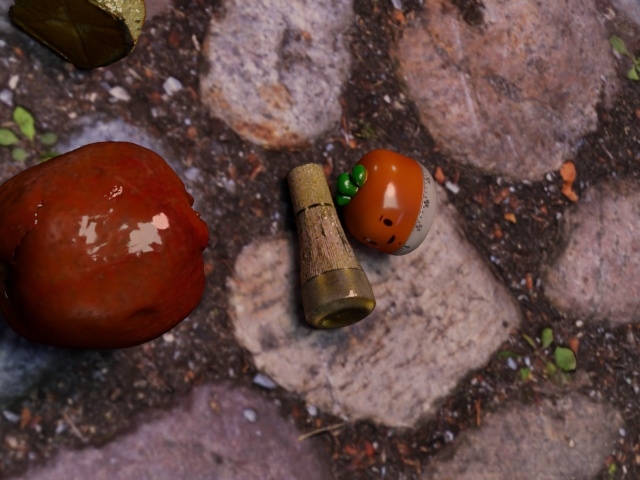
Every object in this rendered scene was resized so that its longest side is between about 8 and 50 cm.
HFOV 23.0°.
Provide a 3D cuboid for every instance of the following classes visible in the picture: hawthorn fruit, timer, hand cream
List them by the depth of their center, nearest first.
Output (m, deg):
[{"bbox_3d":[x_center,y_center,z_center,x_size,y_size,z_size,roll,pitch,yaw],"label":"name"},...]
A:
[{"bbox_3d":[-0.249,0.015,1.551,0.299,0.211,0.211,-15,79,-31],"label":"hawthorn fruit"},{"bbox_3d":[0.000,0.000,1.842,0.084,0.084,0.203,3,61,-38],"label":"hand cream"},{"bbox_3d":[0.073,-0.053,1.901,0.136,0.099,0.136,29,42,-30],"label":"timer"}]

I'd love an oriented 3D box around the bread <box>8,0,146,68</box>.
[{"bbox_3d":[-0.256,-0.255,1.714,0.140,0.128,0.069,31,58,-23],"label":"bread"}]
